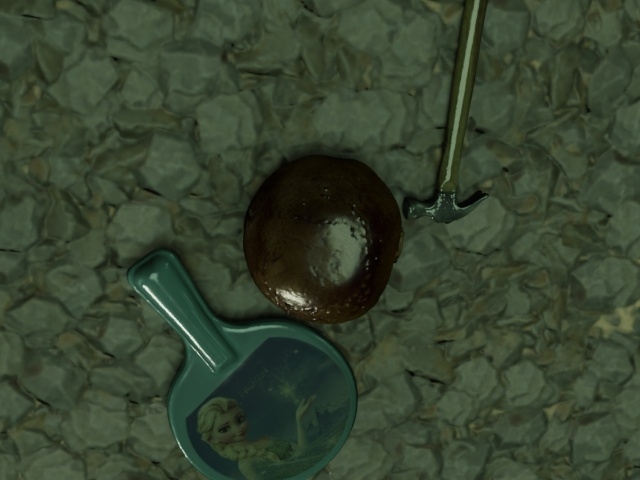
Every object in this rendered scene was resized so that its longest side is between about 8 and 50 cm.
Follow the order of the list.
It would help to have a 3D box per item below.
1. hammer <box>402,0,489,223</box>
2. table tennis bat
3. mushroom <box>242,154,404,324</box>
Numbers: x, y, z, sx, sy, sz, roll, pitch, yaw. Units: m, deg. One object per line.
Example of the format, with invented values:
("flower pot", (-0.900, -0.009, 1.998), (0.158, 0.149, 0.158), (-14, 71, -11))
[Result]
("hammer", (0.106, -0.100, 0.714), (0.062, 0.017, 0.182), (5, 107, -12))
("table tennis bat", (-0.065, 0.101, 0.741), (0.149, 0.038, 0.237), (-33, 114, 2))
("mushroom", (0.000, 0.000, 0.703), (0.127, 0.087, 0.127), (2, 101, 12))
